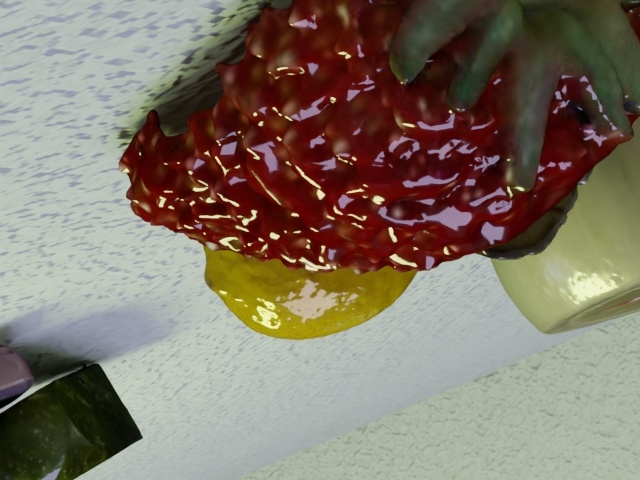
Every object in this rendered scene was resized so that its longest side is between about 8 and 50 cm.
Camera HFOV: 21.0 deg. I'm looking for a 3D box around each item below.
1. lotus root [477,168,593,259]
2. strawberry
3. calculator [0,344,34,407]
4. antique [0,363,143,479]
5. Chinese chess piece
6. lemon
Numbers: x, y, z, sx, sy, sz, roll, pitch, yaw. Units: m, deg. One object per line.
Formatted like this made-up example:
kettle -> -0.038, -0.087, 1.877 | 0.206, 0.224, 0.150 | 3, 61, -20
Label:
lotus root -> 0.114, -0.063, 1.034 | 0.159, 0.095, 0.135 | -59, -177, -12
strawberry -> 0.040, -0.041, 0.862 | 0.233, 0.137, 0.306 | -14, 166, -35
calculator -> -0.328, 0.136, 1.321 | 0.194, 0.043, 0.294 | -16, 172, -27
antique -> -0.214, 0.159, 1.399 | 0.081, 0.080, 0.221 | -32, 179, 4
Chinese chess piece -> 0.281, -0.046, 1.250 | 0.338, 0.140, 0.338 | -19, 169, -4
lemon -> 0.000, 0.000, 1.045 | 0.155, 0.114, 0.114 | -20, 170, -25
